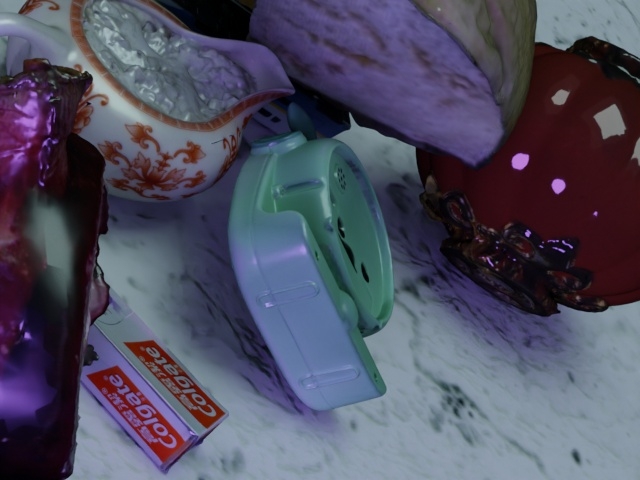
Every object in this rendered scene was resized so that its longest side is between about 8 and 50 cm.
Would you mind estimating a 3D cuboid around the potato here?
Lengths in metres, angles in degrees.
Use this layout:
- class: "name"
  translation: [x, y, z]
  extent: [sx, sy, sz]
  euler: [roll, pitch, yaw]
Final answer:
- class: "potato"
  translation: [0.076, -0.216, 1.199]
  extent: [0.189, 0.211, 0.264]
  euler: [18, 64, -1]

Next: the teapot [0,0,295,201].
- class: "teapot"
  translation: [-0.130, -0.094, 1.129]
  extent: [0.245, 0.116, 0.159]
  euler: [3, 62, -53]

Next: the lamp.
- class: "lamp"
  translation: [0.182, -0.053, 1.352]
  extent: [0.227, 0.227, 0.227]
  euler: [31, 32, -22]

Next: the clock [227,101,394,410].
- class: "clock"
  translation: [-0.001, 0.000, 1.147]
  extent: [0.188, 0.060, 0.148]
  euler: [-83, 153, -50]

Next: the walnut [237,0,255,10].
- class: "walnut"
  translation: [-0.036, -0.225, 1.371]
  extent: [0.159, 0.159, 0.206]
  euler: [6, 48, -48]

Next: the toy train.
- class: "toy train"
  translation: [-0.067, -0.136, 1.268]
  extent: [0.234, 0.051, 0.052]
  euler: [31, 39, -44]

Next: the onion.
- class: "onion"
  translation: [-0.162, 0.001, 0.862]
  extent: [0.140, 0.218, 0.195]
  euler: [13, 40, 0]

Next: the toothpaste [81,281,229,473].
- class: "toothpaste"
  translation: [-0.133, 0.041, 1.021]
  extent: [0.196, 0.040, 0.047]
  euler: [47, 31, 5]
